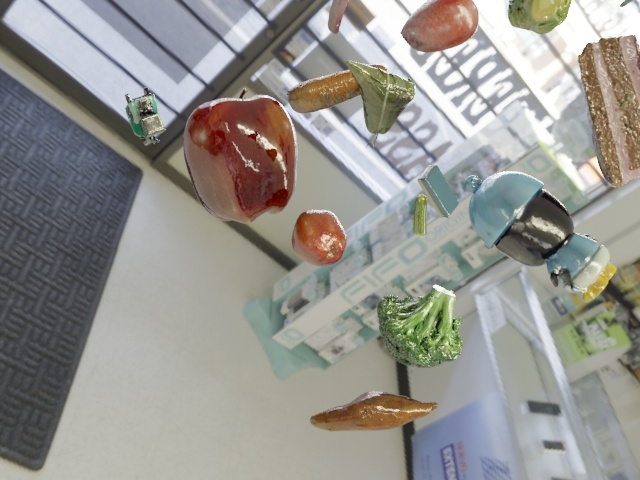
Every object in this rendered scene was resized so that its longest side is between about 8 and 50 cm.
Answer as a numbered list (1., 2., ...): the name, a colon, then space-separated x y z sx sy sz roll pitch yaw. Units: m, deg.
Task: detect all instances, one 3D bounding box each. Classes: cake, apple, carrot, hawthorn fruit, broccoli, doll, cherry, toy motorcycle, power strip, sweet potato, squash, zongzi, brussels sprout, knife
1. cake: 0.595 -0.265 1.275 0.113 0.115 0.295 -72 145 -65
2. apple: -0.188 -0.204 1.531 0.288 0.288 0.317 -50 135 -64
3. carrot: 0.031 -0.268 1.117 0.060 0.186 0.060 -14 90 -75
4. hawthorn fruit: 0.000 0.000 1.493 0.132 0.133 0.138 35 18 -33
5. broccoli: 0.322 0.263 2.005 0.307 0.275 0.308 24 14 -6
6. doll: 0.394 -0.018 1.178 0.314 0.141 0.177 43 52 13
7. cherry: 0.201 -0.357 1.037 0.087 0.126 0.106 47 32 -24
8. toy motorcycle: -0.348 -0.242 1.251 0.173 0.058 0.100 6 -62 70
9. power strip: 0.276 -0.113 1.477 0.056 0.032 0.123 -49 117 -26
10. sweet potato: 0.147 0.470 1.743 0.112 0.359 0.112 174 -90 -89
11. squash: 0.199 -0.052 1.259 0.027 0.027 0.083 -58 149 -63
12. zongzi: 0.072 -0.230 1.072 0.130 0.154 0.062 15 55 -18
13. brussels sprout: 0.607 -0.678 1.747 0.161 0.223 0.223 5 43 -12
14. knife: 0.066 -0.695 1.739 0.053 0.278 0.123 -15 58 -36

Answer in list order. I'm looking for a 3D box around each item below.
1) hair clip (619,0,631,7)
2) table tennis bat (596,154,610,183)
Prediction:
1. hair clip: 0.825 -0.593 1.436 0.048 0.275 0.083 -17 107 -47
2. table tennis bat: 0.767 -0.201 1.633 0.220 0.019 0.130 -89 161 -84
